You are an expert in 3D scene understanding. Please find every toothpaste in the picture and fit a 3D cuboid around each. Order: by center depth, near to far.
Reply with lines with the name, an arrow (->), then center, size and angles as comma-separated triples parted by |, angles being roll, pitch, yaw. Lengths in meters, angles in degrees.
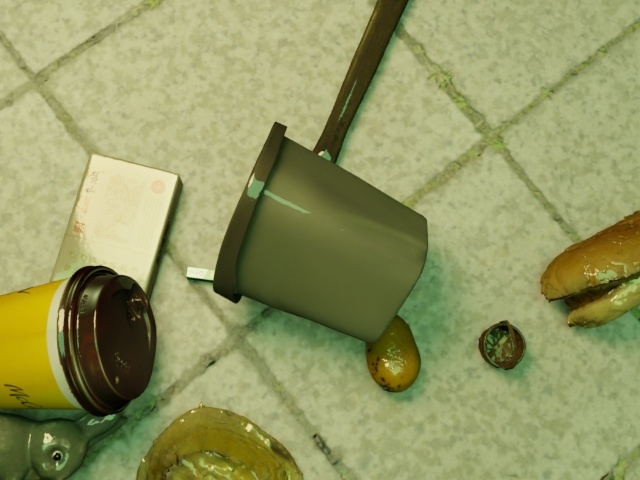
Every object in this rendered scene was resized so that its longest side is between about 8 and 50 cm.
toothpaste -> -0.155, 0.053, 1.188 | 0.083, 0.020, 0.017 | 8, 77, -3

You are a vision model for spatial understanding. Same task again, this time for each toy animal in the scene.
toy animal -> -0.385, 0.278, 1.080 | 0.236, 0.138, 0.108 | -8, 47, -2

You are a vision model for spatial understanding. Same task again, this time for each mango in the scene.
mango -> 0.105, 0.163, 1.169 | 0.079, 0.057, 0.114 | -3, 77, 3

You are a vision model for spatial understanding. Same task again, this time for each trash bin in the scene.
trash bin -> 0.000, 0.000, 1.102 | 0.250, 0.220, 0.219 | 25, 119, -7

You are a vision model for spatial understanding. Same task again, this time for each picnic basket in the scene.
picnic basket -> 0.269, 0.152, 1.169 | 0.072, 0.083, 0.072 | 1, 79, -3

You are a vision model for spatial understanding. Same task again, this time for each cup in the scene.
cup -> -0.369, 0.141, 1.060 | 0.279, 0.196, 0.196 | -8, 80, 12

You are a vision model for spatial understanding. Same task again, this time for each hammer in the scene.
hammer -> 0.061, -0.249, 1.249 | 0.168, 0.044, 0.440 | 24, 78, -1

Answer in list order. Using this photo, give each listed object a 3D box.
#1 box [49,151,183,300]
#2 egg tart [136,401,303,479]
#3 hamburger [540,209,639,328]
box -> -0.293, -0.014, 1.171 | 0.141, 0.058, 0.201 | 13, 80, -2
egg tart -> -0.138, 0.349, 1.102 | 0.232, 0.098, 0.252 | -21, 86, -4
hamburger -> 0.454, 0.031, 1.183 | 0.262, 0.131, 0.124 | -28, 83, -13
